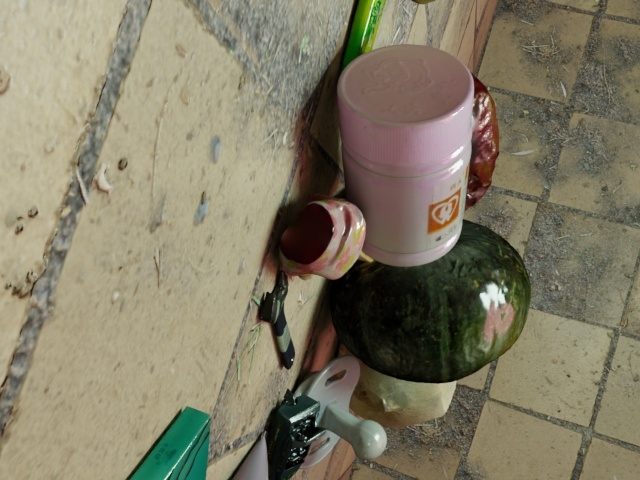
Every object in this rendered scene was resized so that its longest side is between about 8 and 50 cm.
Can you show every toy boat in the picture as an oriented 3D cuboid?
[{"bbox_3d":[-0.059,0.417,1.352,0.093,0.103,0.246,-18,134,-44],"label":"toy boat"}]

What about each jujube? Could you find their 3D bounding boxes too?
[{"bbox_3d":[0.221,-0.191,1.366,0.377,0.277,0.276,67,42,-68],"label":"jujube"}]

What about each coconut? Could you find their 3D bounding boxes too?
[{"bbox_3d":[0.209,0.329,1.829,0.360,0.347,0.346,-58,161,-66],"label":"coconut"}]

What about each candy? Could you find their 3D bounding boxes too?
[{"bbox_3d":[0.066,-0.318,1.073,0.102,0.032,0.178,-24,131,-73],"label":"candy"}]

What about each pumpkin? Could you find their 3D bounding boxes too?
[{"bbox_3d":[0.244,0.132,1.513,0.454,0.455,0.343,-49,137,-61],"label":"pumpkin"}]

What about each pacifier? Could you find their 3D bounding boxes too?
[{"bbox_3d":[0.039,0.399,1.469,0.238,0.226,0.287,-12,119,-54],"label":"pacifier"}]

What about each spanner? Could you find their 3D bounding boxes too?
[{"bbox_3d":[-0.063,0.149,1.161,0.315,0.024,0.087,83,22,-60],"label":"spanner"}]

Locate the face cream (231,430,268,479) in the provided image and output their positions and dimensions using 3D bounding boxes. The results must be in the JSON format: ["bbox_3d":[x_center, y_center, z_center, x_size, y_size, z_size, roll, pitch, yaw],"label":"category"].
[{"bbox_3d":[-0.128,0.447,1.157,0.274,0.096,0.154,-72,175,-84],"label":"face cream"}]

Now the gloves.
[{"bbox_3d":[0.011,0.002,1.074,0.241,0.126,0.145,12,91,-69],"label":"gloves"}]

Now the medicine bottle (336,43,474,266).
[{"bbox_3d":[0.135,-0.126,1.076,0.315,0.202,0.202,82,27,-51],"label":"medicine bottle"}]

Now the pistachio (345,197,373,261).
[{"bbox_3d":[0.080,-0.030,1.339,0.200,0.117,0.145,17,52,-70],"label":"pistachio"}]

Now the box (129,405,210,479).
[{"bbox_3d":[-0.191,0.337,0.822,0.161,0.042,0.226,-55,158,-56],"label":"box"}]

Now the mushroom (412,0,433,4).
[{"bbox_3d":[0.150,-0.503,1.058,0.159,0.122,0.328,-34,158,-6],"label":"mushroom"}]
